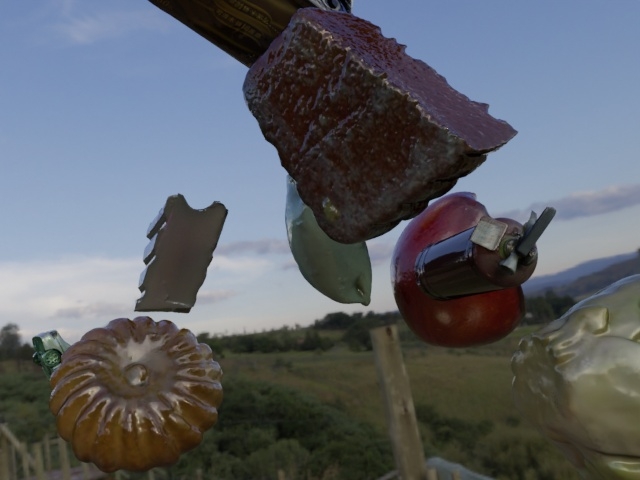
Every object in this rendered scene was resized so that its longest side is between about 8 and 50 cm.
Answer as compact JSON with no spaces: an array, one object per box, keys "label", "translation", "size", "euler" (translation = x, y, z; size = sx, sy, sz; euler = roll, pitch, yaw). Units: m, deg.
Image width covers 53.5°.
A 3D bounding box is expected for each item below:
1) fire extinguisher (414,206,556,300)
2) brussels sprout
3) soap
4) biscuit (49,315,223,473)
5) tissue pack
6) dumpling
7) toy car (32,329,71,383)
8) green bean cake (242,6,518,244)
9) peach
[{"label":"fire extinguisher","translation":[0.221,0.021,0.870],"size":[0.105,0.104,0.269],"euler":[-7,-9,-14]},{"label":"brussels sprout","translation":[0.372,0.173,0.667],"size":[0.317,0.273,0.242],"euler":[-15,28,5]},{"label":"soap","translation":[-0.360,0.050,1.608],"size":[0.159,0.257,0.302],"euler":[14,-20,-19]},{"label":"biscuit","translation":[-0.345,0.273,1.203],"size":[0.326,0.325,0.107],"euler":[-5,-40,-22]},{"label":"tissue pack","translation":[-0.137,-0.481,1.200],"size":[0.370,0.198,0.210],"euler":[29,-43,-24]},{"label":"dumpling","translation":[0.010,-0.003,0.911],"size":[0.105,0.216,0.149],"euler":[-25,14,11]},{"label":"toy car","translation":[-0.527,0.290,1.323],"size":[0.076,0.224,0.090],"euler":[-28,9,-38]},{"label":"green bean cake","translation":[0.044,-0.128,0.637],"size":[0.198,0.232,0.097],"euler":[-42,-15,33]},{"label":"peach","translation":[0.240,0.052,1.138],"size":[0.246,0.274,0.249],"euler":[-23,24,-28]}]
